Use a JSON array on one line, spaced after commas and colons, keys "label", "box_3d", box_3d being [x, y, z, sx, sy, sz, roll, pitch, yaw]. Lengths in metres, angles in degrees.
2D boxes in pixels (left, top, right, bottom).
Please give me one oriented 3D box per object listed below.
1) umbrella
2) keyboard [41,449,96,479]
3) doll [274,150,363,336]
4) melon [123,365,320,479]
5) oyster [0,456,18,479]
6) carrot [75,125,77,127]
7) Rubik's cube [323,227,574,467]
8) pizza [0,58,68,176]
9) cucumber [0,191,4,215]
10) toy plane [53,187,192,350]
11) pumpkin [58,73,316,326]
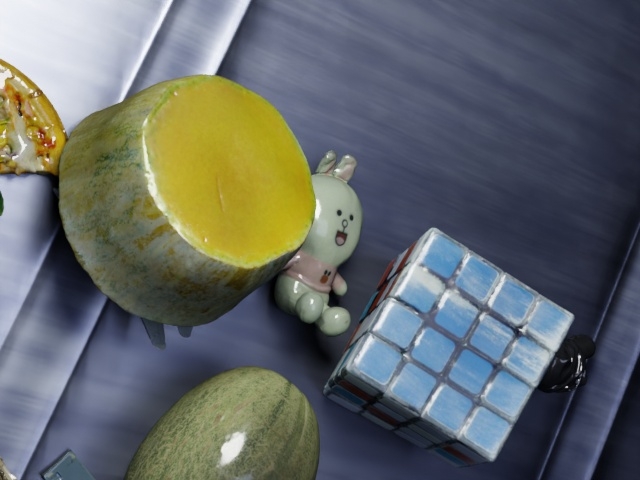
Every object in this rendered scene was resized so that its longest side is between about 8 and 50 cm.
[{"label": "umbrella", "box_3d": [0.349, 0.213, 2.295, 0.272, 0.110, 0.122, -20, 68, -30]}, {"label": "keyboard", "box_3d": [-0.320, 0.376, 1.943, 0.055, 0.014, 0.176, -43, 112, -24]}, {"label": "doll", "box_3d": [-0.009, 0.004, 2.072, 0.155, 0.113, 0.275, 15, 77, -40]}, {"label": "melon", "box_3d": [-0.133, 0.329, 1.925, 0.248, 0.248, 0.329, 44, 67, -25]}, {"label": "oyster", "box_3d": [-0.436, 0.316, 1.842, 0.038, 0.081, 0.083, -35, 75, -3]}, {"label": "carrot", "box_3d": [-0.274, -0.120, 1.944, 0.165, 0.036, 0.035, 34, 74, -26]}, {"label": "Rubik's cube", "box_3d": [0.182, 0.168, 2.060, 0.259, 0.253, 0.256, 31, 75, 0]}, {"label": "pizza", "box_3d": [-0.430, -0.147, 1.846, 0.176, 0.036, 0.184, -28, 105, -27]}, {"label": "cucumber", "box_3d": [-0.472, -0.120, 1.786, 0.052, 0.058, 0.214, -35, 94, -40]}, {"label": "toy plane", "box_3d": [-0.256, 0.005, 1.927, 0.267, 0.088, 0.212, 45, 47, -22]}, {"label": "pumpkin", "box_3d": [-0.168, -0.073, 1.853, 0.332, 0.199, 0.332, 20, 53, -30]}]
